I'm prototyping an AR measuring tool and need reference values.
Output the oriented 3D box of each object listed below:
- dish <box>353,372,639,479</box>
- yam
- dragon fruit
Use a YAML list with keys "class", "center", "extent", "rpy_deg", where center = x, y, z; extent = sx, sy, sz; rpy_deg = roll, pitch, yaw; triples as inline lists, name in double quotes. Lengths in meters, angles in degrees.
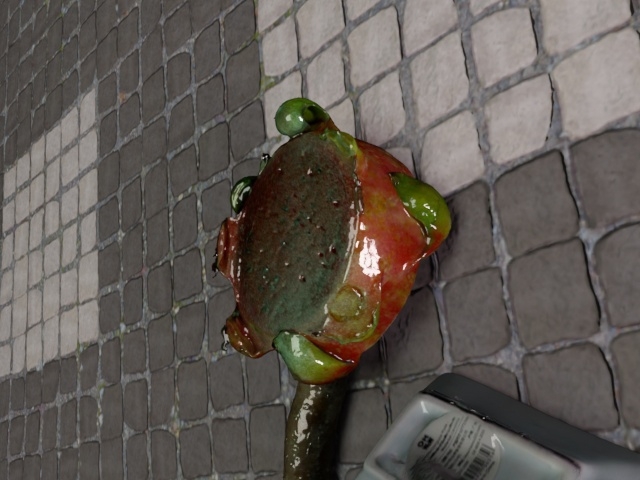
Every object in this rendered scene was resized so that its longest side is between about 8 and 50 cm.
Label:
- class: "dish"
  center: [0.125, 0.190, 0.591]
  extent: [0.182, 0.080, 0.243]
  rpy_deg: [-49, 36, -19]
- class: "yam"
  center: [-0.014, 0.246, 0.825]
  extent: [0.061, 0.061, 0.253]
  rpy_deg: [8, 88, 50]
- class: "dragon fruit"
  center: [0.000, 0.000, 0.801]
  extent: [0.268, 0.130, 0.295]
  rpy_deg: [0, 82, 49]
